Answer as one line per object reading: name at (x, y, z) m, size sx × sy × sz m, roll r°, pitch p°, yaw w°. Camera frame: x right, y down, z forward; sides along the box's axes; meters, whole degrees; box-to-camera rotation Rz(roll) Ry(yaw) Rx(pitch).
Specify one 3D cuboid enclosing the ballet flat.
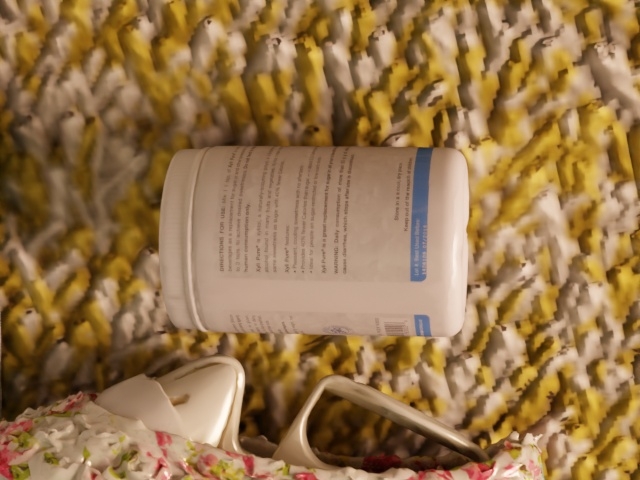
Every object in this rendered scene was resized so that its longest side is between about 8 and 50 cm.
ballet flat at (-0.020, 0.088, 0.611) m, size 0.241 × 0.091 × 0.077 m, roll 13°, pitch 89°, yaw -3°

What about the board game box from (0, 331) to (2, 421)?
board game box at (-0.190, 0.009, 0.500) m, size 0.098 × 0.224 × 0.303 m, roll 10°, pitch 119°, yaw 5°

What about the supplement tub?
supplement tub at (0.000, 0.000, 0.554) m, size 0.107 × 0.071 × 0.071 m, roll 2°, pitch 119°, yaw 7°
